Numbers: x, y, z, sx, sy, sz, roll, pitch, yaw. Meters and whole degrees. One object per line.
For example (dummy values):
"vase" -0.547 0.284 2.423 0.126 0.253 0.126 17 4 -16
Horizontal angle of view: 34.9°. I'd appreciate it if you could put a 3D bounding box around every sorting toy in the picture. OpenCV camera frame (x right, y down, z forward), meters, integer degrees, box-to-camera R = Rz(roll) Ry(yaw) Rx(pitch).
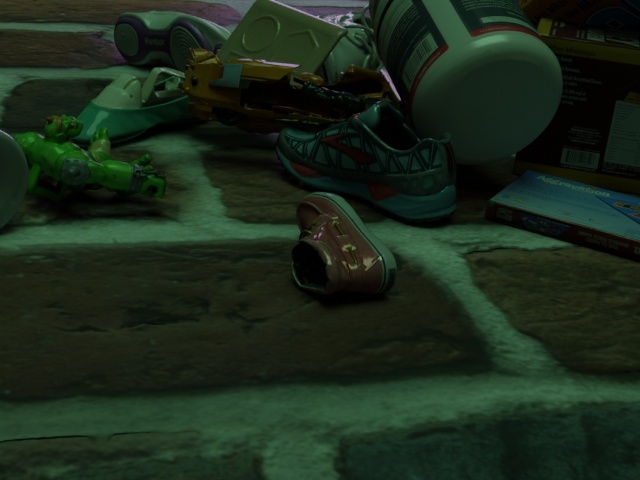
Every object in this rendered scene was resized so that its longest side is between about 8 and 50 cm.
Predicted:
"sorting toy" -0.081 -0.262 1.531 0.193 0.038 0.208 30 78 38

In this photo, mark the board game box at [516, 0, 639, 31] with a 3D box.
"board game box" 0.532 -0.431 1.499 0.356 0.356 0.356 24 -16 -14

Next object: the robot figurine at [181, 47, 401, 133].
"robot figurine" -0.033 -0.189 1.360 0.291 0.085 0.211 6 -5 -4

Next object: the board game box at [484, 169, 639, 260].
"board game box" 0.356 -0.022 1.225 0.281 0.027 0.145 17 28 26

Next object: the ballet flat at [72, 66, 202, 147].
"ballet flat" -0.249 -0.195 1.413 0.083 0.087 0.247 22 29 33

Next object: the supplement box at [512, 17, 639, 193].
"supplement box" 0.376 -0.186 1.393 0.191 0.194 0.129 11 24 11

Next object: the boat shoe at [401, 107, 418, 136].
"boat shoe" 0.197 -0.189 1.504 0.112 0.095 0.335 44 42 2

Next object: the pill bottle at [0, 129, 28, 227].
"pill bottle" -0.424 -0.091 1.095 0.221 0.124 0.124 25 31 37

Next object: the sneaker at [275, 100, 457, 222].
"sneaker" 0.060 -0.118 1.255 0.262 0.125 0.104 20 27 30

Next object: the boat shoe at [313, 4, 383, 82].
"boat shoe" 0.057 -0.318 1.690 0.157 0.135 0.367 -9 15 10

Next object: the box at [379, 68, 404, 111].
"box" 0.194 -0.250 1.716 0.165 0.021 0.201 2 23 -8

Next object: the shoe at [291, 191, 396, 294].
"shoe" 0.000 0.000 1.049 0.081 0.063 0.178 -3 29 -30

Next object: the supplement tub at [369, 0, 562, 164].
"supplement tub" 0.178 -0.247 1.318 0.191 0.191 0.272 -2 44 -16

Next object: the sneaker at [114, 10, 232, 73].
"sneaker" -0.208 -0.336 1.708 0.305 0.114 0.152 25 32 37

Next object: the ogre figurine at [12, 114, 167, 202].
"ogre figurine" -0.275 -0.088 1.169 0.118 0.096 0.197 5 32 -49
